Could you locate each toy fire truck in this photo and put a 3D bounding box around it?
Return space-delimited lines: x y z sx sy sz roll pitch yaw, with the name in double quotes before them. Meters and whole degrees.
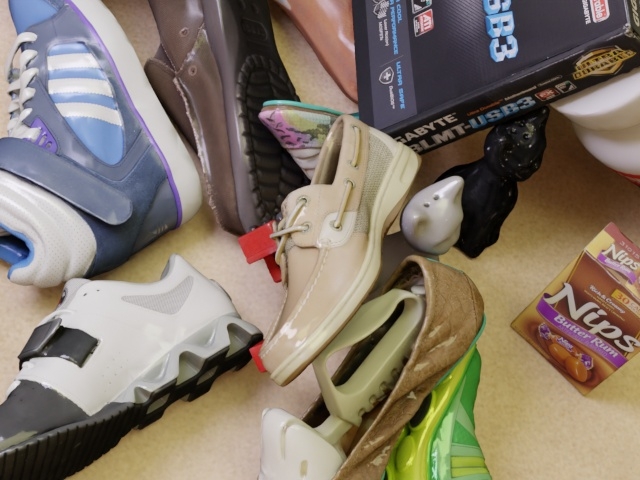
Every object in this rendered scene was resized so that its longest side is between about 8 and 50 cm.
"toy fire truck" -0.014 0.036 1.193 0.192 0.047 0.135 -25 90 -55

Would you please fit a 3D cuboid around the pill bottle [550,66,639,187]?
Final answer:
"pill bottle" 0.386 -0.144 1.290 0.363 0.210 0.210 23 52 -42

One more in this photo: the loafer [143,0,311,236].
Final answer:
"loafer" -0.108 -0.161 1.309 0.134 0.130 0.366 15 58 -56

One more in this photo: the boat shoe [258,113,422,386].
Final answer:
"boat shoe" 0.000 0.000 1.108 0.098 0.109 0.302 36 48 -10

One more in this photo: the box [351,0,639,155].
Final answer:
"box" 0.166 -0.257 1.228 0.073 0.293 0.296 27 52 -45

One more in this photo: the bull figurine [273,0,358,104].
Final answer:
"bull figurine" 0.019 -0.289 1.404 0.188 0.101 0.310 -25 80 -30

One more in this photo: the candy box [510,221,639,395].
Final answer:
"candy box" 0.275 0.072 1.240 0.109 0.187 0.053 44 59 9

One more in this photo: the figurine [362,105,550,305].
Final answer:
"figurine" 0.127 -0.028 1.236 0.092 0.209 0.215 45 60 10

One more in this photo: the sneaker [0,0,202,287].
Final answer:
"sneaker" -0.286 -0.107 1.202 0.236 0.130 0.323 -27 79 -31

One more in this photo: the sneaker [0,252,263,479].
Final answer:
"sneaker" -0.219 0.116 1.116 0.330 0.122 0.146 -28 72 -39

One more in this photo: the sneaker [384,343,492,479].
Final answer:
"sneaker" 0.109 0.227 1.174 0.123 0.109 0.296 37 49 -29

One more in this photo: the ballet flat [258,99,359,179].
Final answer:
"ballet flat" 0.016 -0.099 1.276 0.221 0.077 0.079 -4 99 -57

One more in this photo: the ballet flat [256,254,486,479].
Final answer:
"ballet flat" 0.022 0.153 1.114 0.342 0.116 0.124 -53 126 -11
